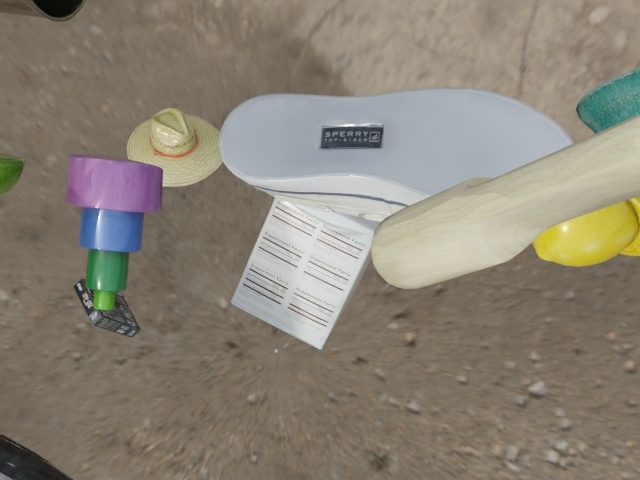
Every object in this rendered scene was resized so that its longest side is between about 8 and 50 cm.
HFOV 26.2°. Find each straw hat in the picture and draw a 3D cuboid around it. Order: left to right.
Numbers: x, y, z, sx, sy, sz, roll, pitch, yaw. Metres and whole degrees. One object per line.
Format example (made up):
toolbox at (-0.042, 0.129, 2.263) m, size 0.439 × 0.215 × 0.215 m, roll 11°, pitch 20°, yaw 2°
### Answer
straw hat at (-0.201, -0.145, 1.869) m, size 0.144 × 0.061 × 0.144 m, roll -1°, pitch 48°, yaw 1°

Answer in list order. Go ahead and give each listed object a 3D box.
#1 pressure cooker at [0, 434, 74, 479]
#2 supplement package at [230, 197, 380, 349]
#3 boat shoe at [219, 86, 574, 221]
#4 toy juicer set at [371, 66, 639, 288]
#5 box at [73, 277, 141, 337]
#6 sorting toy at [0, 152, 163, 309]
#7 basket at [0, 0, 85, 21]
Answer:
pressure cooker at (-0.466, 0.464, 1.668) m, size 0.369 × 0.375 × 0.420 m, roll 32°, pitch 65°, yaw -7°
supplement package at (0.000, 0.000, 1.922) m, size 0.149 × 0.194 × 0.203 m, roll 27°, pitch 119°, yaw 4°
boat shoe at (0.089, -0.066, 1.407) m, size 0.367 × 0.156 × 0.136 m, roll 2°, pitch 74°, yaw 18°
toy juicer set at (0.135, -0.045, 0.511) m, size 0.329 × 0.209 × 0.090 m, roll -7°, pitch 83°, yaw -41°
box at (-0.275, 0.088, 1.780) m, size 0.018 × 0.083 × 0.067 m, roll -41°, pitch 59°, yaw 14°
sorting toy at (-0.283, -0.002, 0.881) m, size 0.365 × 0.127 × 0.126 m, roll 4°, pitch 95°, yaw -22°
basket at (-0.294, -0.254, 0.989) m, size 0.226 × 0.154 × 0.204 m, roll 0°, pitch 97°, yaw 19°
